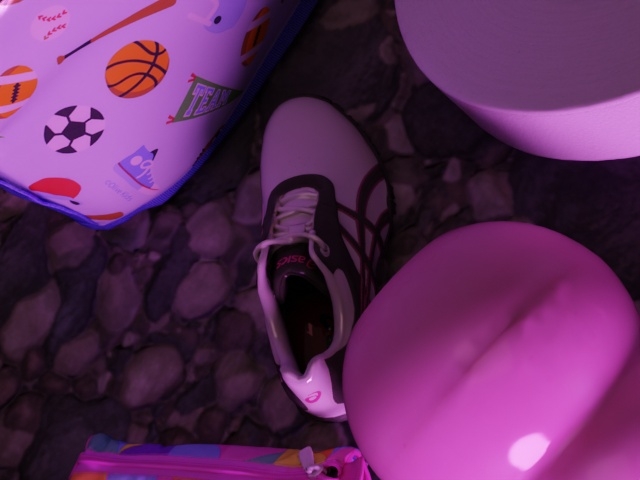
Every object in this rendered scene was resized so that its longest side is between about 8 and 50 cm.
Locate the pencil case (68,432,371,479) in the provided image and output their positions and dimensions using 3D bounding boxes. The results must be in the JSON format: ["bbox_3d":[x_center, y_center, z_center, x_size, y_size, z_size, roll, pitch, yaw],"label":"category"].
[{"bbox_3d":[-0.072,0.192,0.874,0.237,0.104,0.104,-3,74,17],"label":"pencil case"}]

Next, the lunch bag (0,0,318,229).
[{"bbox_3d":[-0.173,-0.220,0.903,0.239,0.328,0.385,26,85,27],"label":"lunch bag"}]

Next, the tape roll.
[{"bbox_3d":[0.227,-0.239,0.836,0.392,0.072,0.391,-22,51,31],"label":"tape roll"}]

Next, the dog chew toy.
[{"bbox_3d":[0.173,0.141,0.766,0.332,0.206,0.206,43,90,15],"label":"dog chew toy"}]

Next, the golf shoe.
[{"bbox_3d":[0.000,0.000,0.898,0.105,0.120,0.272,-15,69,15],"label":"golf shoe"}]
